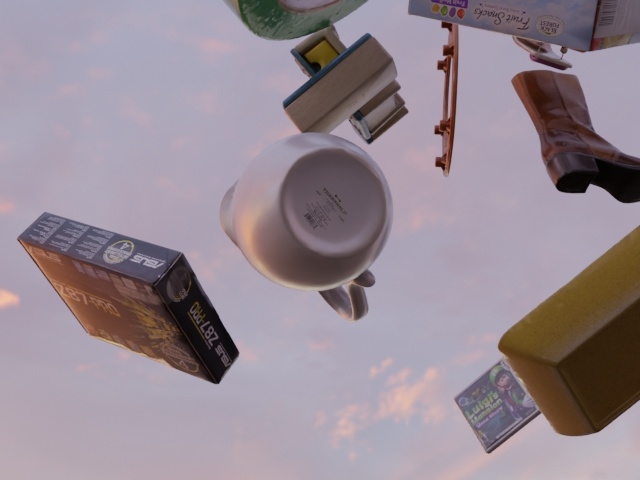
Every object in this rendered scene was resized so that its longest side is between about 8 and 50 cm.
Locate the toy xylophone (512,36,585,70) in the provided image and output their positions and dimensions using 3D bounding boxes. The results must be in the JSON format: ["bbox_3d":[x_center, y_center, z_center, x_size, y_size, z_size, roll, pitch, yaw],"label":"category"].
[{"bbox_3d":[0.420,-0.474,1.364,0.236,0.081,0.322,-5,-67,-35],"label":"toy xylophone"}]

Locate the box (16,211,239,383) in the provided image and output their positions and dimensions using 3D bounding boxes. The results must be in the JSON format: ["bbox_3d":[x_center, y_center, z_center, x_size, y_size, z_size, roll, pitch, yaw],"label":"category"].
[{"bbox_3d":[-0.381,0.114,1.531,0.395,0.097,0.318,14,-39,31],"label":"box"}]

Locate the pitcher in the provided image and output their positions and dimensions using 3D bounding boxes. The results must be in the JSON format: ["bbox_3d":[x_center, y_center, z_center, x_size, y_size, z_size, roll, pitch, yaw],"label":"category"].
[{"bbox_3d":[0.000,0.000,0.651,0.178,0.125,0.207,47,-15,-7],"label":"pitcher"}]

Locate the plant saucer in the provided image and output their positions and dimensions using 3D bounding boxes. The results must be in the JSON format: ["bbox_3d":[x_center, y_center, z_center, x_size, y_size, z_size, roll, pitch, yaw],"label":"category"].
[{"bbox_3d":[0.511,0.183,1.320,0.333,0.081,0.333,-39,-54,0],"label":"plant saucer"}]

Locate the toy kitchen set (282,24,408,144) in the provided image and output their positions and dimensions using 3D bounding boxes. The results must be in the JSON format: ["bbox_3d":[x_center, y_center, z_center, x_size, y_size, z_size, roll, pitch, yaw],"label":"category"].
[{"bbox_3d":[0.000,-0.193,0.898,0.122,0.166,0.207,-39,-14,3],"label":"toy kitchen set"}]

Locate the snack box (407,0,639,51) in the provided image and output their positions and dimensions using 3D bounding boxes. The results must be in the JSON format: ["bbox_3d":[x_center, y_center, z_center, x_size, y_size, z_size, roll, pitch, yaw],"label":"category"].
[{"bbox_3d":[0.208,-0.216,0.652,0.207,0.174,0.070,-20,-55,-40],"label":"snack box"}]

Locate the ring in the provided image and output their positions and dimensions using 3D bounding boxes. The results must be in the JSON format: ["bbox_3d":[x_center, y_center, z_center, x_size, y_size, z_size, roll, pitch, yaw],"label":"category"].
[{"bbox_3d":[0.251,-0.295,1.533,0.032,0.336,0.336,3,-31,7],"label":"ring"}]

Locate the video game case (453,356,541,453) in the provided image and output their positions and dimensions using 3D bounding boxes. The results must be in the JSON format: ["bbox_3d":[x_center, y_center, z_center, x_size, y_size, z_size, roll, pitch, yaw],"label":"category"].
[{"bbox_3d":[0.437,0.396,1.867,0.190,0.173,0.022,-44,-47,15],"label":"video game case"}]

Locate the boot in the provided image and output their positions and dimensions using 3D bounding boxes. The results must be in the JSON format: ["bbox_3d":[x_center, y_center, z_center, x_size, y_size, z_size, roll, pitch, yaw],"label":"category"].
[{"bbox_3d":[0.518,-0.205,1.463,0.264,0.280,0.096,0,-37,-11],"label":"boot"}]

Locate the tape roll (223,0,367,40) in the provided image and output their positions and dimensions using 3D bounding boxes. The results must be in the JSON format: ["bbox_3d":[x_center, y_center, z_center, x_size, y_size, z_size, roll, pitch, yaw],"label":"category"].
[{"bbox_3d":[0.024,-0.347,0.773,0.321,0.077,0.321,-37,-12,-9],"label":"tape roll"}]
